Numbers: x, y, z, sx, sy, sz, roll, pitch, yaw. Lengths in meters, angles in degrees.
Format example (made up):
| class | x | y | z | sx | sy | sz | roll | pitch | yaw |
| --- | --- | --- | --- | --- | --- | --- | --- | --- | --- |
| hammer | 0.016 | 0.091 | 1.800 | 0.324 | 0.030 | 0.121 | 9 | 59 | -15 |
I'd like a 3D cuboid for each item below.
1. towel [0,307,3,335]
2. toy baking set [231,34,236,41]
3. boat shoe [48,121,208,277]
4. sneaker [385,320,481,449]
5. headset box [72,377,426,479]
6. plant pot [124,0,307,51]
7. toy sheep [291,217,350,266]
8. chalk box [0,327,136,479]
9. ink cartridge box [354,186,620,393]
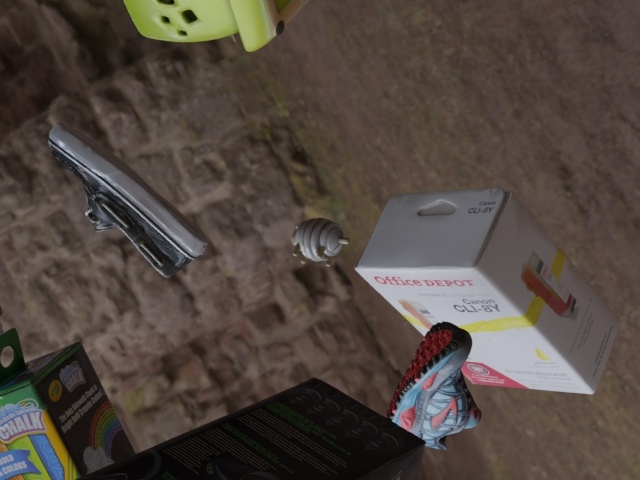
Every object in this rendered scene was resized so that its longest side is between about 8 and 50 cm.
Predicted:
| class | x | y | z | sx | sy | sz | roll | pitch | yaw |
| --- | --- | --- | --- | --- | --- | --- | --- | --- | --- |
| towel | -0.683 | 0.111 | 1.594 | 0.284 | 0.235 | 0.121 | 30 | 134 | 31 |
| toy baking set | -0.191 | -0.497 | 1.792 | 0.197 | 0.030 | 0.256 | 28 | -136 | -81 |
| boat shoe | -0.349 | -0.059 | 1.707 | 0.335 | 0.119 | 0.121 | 43 | -177 | -15 |
| sneaker | 0.184 | 0.216 | 1.443 | 0.125 | 0.104 | 0.261 | 21 | 138 | 0 |
| headset box | -0.056 | 0.269 | 0.780 | 0.131 | 0.283 | 0.246 | 25 | 118 | 37 |
| plant pot | -0.111 | -0.375 | 1.202 | 0.207 | 0.227 | 0.228 | 22 | 149 | 27 |
| toy sheep | 0.000 | 0.000 | 1.856 | 0.132 | 0.091 | 0.091 | 7 | 136 | 34 |
| chalk box | -0.442 | 0.280 | 1.530 | 0.288 | 0.179 | 0.180 | 65 | -165 | -7 |
| ink cartridge box | 0.288 | 0.093 | 1.709 | 0.279 | 0.160 | 0.385 | -2 | 142 | 49 |
